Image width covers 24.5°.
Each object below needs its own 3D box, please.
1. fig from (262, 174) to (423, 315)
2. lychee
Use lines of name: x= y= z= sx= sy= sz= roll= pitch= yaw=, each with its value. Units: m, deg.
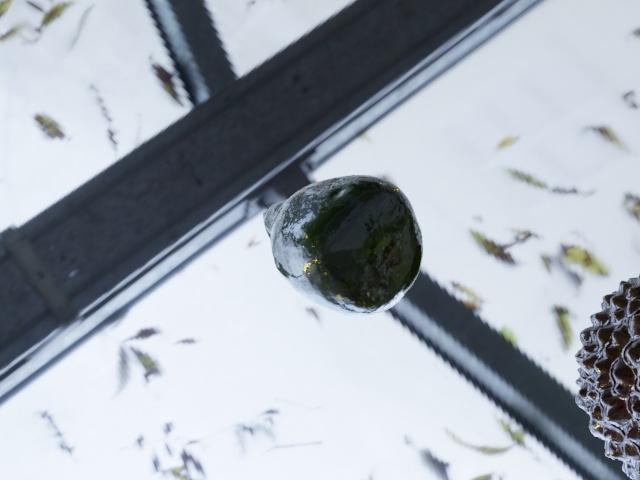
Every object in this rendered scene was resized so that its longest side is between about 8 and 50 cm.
fig: x=0.000 y=0.000 z=1.226 sx=0.117 sy=0.177 sz=0.117 roll=-14 pitch=-71 yaw=-46
lychee: x=0.420 y=0.139 z=1.474 sx=0.330 sy=0.306 sz=0.306 roll=4 pitch=-113 yaw=14
